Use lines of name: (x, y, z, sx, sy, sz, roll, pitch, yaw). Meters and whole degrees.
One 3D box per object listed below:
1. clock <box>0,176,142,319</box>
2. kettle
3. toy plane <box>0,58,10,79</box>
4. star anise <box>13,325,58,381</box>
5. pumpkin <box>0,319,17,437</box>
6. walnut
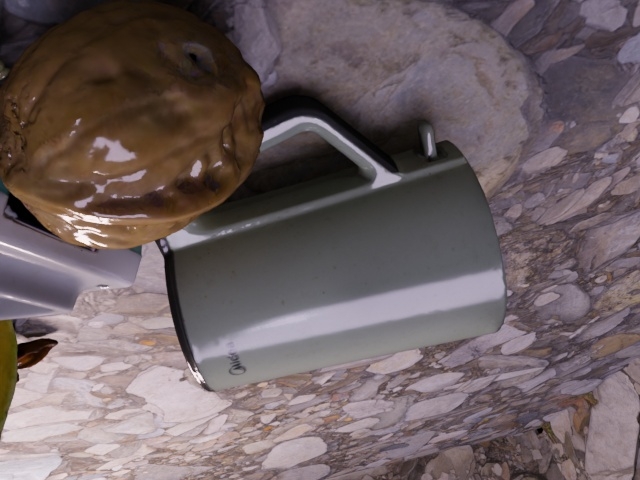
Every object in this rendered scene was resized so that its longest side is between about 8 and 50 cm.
clock: (-0.344, 0.012, 0.530, 0.231, 0.116, 0.262, -2, 164, 18)
kettle: (0.000, 0.000, 0.692, 0.377, 0.250, 0.361, -15, 126, 0)
toy plane: (-0.333, -0.122, 0.461, 0.229, 0.092, 0.244, -28, 146, 12)
star anise: (-0.512, 0.183, 0.861, 0.158, 0.144, 0.140, 14, 91, -48)
pumpkin: (-0.518, 0.149, 0.586, 0.199, 0.332, 0.332, -12, 149, 19)
walnut: (-0.152, -0.098, 0.472, 0.245, 0.198, 0.198, -44, 169, -44)
